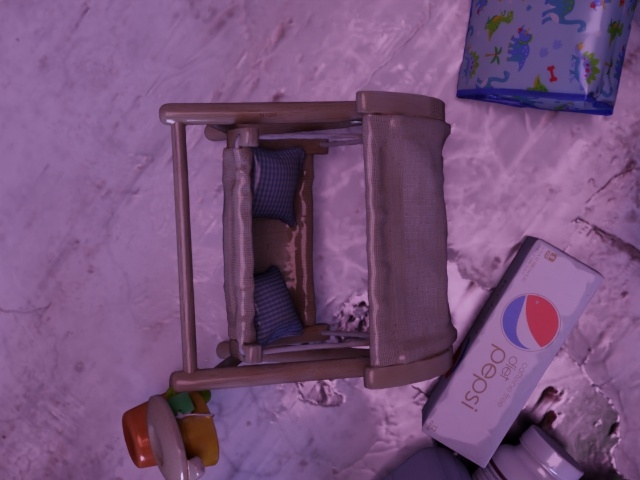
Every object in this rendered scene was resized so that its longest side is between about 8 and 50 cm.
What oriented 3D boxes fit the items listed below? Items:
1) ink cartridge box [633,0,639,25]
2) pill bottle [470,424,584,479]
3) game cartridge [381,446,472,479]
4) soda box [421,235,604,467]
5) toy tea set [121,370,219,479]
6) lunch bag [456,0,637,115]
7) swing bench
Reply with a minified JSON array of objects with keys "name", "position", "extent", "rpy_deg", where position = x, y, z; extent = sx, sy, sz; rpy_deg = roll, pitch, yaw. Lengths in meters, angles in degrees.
[{"name":"ink cartridge box","position":[0.359,-0.239,0.624],"extent":[0.148,0.203,0.086],"rpy_deg":[-42,85,8]},{"name":"pill bottle","position":[0.181,0.257,0.734],"extent":[0.086,0.086,0.152],"rpy_deg":[41,97,4]},{"name":"game cartridge","position":[0.038,0.335,0.701],"extent":[0.060,0.196,0.294],"rpy_deg":[39,99,-7]},{"name":"soda box","position":[0.182,0.105,0.734],"extent":[0.073,0.069,0.216],"rpy_deg":[30,97,5]},{"name":"toy tea set","position":[-0.075,0.237,0.690],"extent":[0.124,0.200,0.336],"rpy_deg":[-13,49,-28]},{"name":"lunch bag","position":[0.205,-0.190,0.705],"extent":[0.151,0.096,0.129],"rpy_deg":[13,95,37]},{"name":"swing bench","position":[0.000,0.000,0.707],"extent":[0.254,0.165,0.254],"rpy_deg":[-3,92,8]}]
